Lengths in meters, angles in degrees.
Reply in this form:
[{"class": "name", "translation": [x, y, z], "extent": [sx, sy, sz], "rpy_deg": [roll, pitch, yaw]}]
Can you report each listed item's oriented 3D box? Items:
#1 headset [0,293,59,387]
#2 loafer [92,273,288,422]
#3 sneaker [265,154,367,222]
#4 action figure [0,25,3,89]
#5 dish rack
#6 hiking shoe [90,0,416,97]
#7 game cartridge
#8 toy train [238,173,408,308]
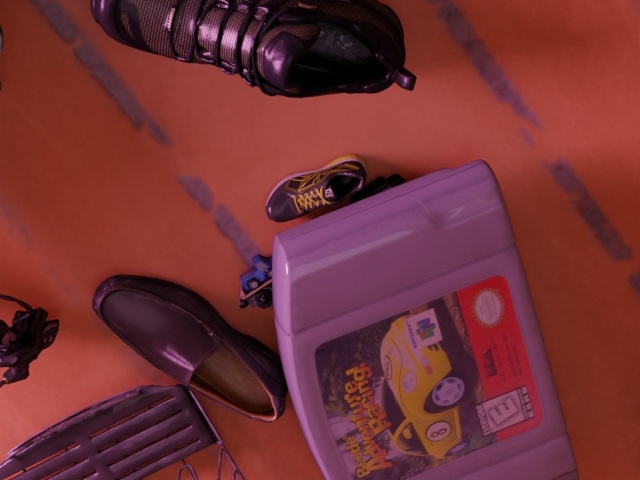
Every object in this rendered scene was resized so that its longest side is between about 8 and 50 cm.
[{"class": "headset", "translation": [-0.363, -0.026, 1.138], "extent": [0.394, 0.185, 0.243], "rpy_deg": [34, 98, -2]}, {"class": "loafer", "translation": [-0.094, 0.081, 1.228], "extent": [0.170, 0.061, 0.062], "rpy_deg": [28, 104, -15]}, {"class": "sneaker", "translation": [-0.003, -0.037, 1.212], "extent": [0.083, 0.035, 0.031], "rpy_deg": [-29, 110, 3]}, {"class": "action figure", "translation": [-0.276, -0.189, 1.089], "extent": [0.063, 0.137, 0.232], "rpy_deg": [-46, 122, -32]}, {"class": "dish rack", "translation": [-0.129, 0.252, 1.278], "extent": [0.208, 0.074, 0.271], "rpy_deg": [-28, 110, 2]}, {"class": "hiking shoe", "translation": [-0.045, -0.149, 1.125], "extent": [0.227, 0.114, 0.086], "rpy_deg": [7, 108, -10]}, {"class": "game cartridge", "translation": [0.075, 0.102, 1.243], "extent": [0.196, 0.060, 0.294], "rpy_deg": [-20, 116, -3]}, {"class": "toy train", "translation": [0.000, 0.000, 1.230], "extent": [0.158, 0.027, 0.036], "rpy_deg": [-35, 107, 5]}]
